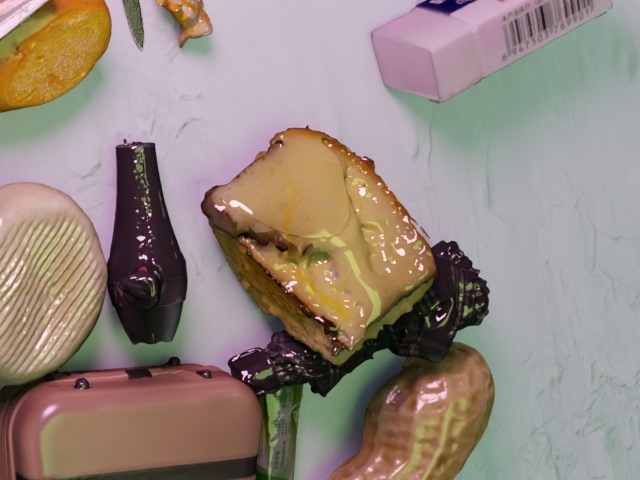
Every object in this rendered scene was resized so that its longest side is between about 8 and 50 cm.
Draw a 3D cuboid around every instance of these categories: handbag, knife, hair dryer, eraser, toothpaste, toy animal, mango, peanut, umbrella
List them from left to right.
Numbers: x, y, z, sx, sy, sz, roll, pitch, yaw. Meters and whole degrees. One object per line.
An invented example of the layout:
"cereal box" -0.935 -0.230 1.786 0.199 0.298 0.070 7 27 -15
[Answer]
"mango" -0.324 -0.202 1.548 0.217 0.102 0.141 -35 143 -17
"knife" -0.216 -0.291 1.644 0.023 0.010 0.170 -20 115 -20
"handbag" -0.221 0.283 1.702 0.302 0.149 0.283 -1 98 -34
"hair dryer" -0.188 0.013 1.601 0.091 0.271 0.235 -5 98 -7
"toy animal" -0.157 -0.259 1.673 0.060 0.081 0.083 -60 161 -14
"toothpaste" -0.056 0.270 1.879 0.078 0.047 0.248 -3 102 -31
"umbrella" 0.055 0.123 1.847 0.336 0.154 0.128 -35 160 -20
"peanut" 0.107 0.273 1.929 0.153 0.140 0.325 42 84 -15
"eraser" 0.214 -0.274 1.853 0.287 0.130 0.086 -30 121 -24

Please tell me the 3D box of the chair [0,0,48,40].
"chair" -0.419 -0.243 1.393 0.203 0.190 0.274 43 79 10

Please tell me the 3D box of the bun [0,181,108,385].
"bun" -0.330 0.041 1.595 0.222 0.127 0.222 -23 124 -40

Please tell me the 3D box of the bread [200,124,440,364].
"bread" 0.000 0.000 1.773 0.204 0.162 0.262 -39 92 -15
